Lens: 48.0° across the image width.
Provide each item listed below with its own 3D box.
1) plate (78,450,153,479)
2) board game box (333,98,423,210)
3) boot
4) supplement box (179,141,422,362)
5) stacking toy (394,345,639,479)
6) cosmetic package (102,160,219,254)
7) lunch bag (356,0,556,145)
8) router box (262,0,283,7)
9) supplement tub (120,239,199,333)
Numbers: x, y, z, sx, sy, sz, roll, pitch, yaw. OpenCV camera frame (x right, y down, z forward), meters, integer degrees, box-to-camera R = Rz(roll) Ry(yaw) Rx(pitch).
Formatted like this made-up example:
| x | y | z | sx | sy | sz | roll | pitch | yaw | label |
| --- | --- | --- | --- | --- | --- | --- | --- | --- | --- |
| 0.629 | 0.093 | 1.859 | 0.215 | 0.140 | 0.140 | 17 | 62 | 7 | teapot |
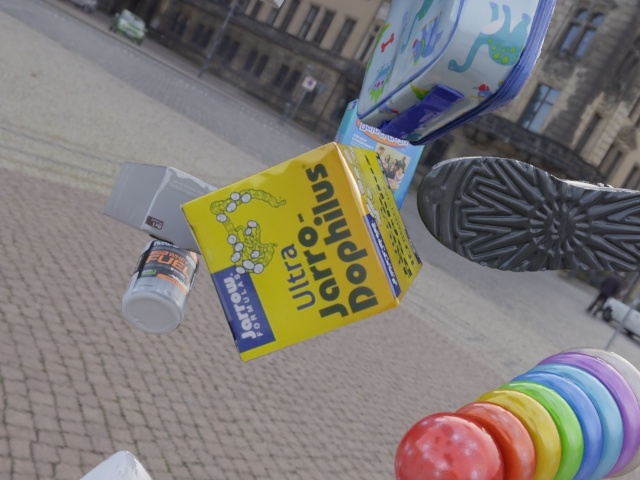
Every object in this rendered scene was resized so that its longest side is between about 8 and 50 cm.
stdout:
| x | y | z | sx | sy | sz | roll | pitch | yaw | label |
| --- | --- | --- | --- | --- | --- | --- | --- | --- | --- |
| -0.240 | 0.412 | 0.747 | 0.277 | 0.278 | 0.045 | 58 | -20 | -10 | plate |
| 0.089 | -0.129 | 1.323 | 0.160 | 0.210 | 0.047 | 25 | -8 | -18 | board game box |
| 0.310 | -0.048 | 1.157 | 0.366 | 0.146 | 0.445 | 13 | 8 | -1 | boot |
| 0.000 | 0.000 | 0.941 | 0.356 | 0.195 | 0.194 | -25 | 93 | -77 | supplement box |
| 0.188 | 0.184 | 0.678 | 0.330 | 0.141 | 0.141 | 1 | 26 | -44 | stacking toy |
| -0.230 | -0.050 | 1.081 | 0.127 | 0.107 | 0.238 | 25 | -8 | -32 | cosmetic package |
| 0.112 | -0.178 | 0.615 | 0.090 | 0.176 | 0.219 | 22 | -13 | -13 | lunch bag |
| -0.074 | -0.573 | 1.099 | 0.082 | 0.301 | 0.335 | 31 | 0 | 20 | router box |
| -0.299 | 0.074 | 1.369 | 0.116 | 0.117 | 0.190 | 26 | 39 | -16 | supplement tub |
